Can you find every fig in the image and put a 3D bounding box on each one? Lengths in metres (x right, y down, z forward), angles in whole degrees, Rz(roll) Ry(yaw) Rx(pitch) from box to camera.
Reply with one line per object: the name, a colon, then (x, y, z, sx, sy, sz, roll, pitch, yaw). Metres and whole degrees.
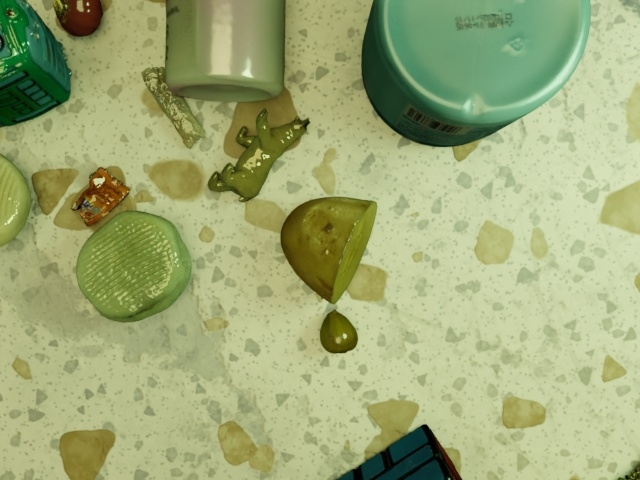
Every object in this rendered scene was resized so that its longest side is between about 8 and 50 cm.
fig: (0.033, 0.179, 1.283, 0.074, 0.074, 0.087, -18, 77, 2)

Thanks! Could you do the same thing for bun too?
bun: (-0.667, -0.073, 1.263, 0.223, 0.127, 0.222, 5, 65, -11)
bun: (-0.351, 0.050, 1.266, 0.222, 0.108, 0.221, 0, 87, 7)

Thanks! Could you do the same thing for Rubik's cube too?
Rubik's cube: (0.171, 0.561, 1.193, 0.289, 0.283, 0.293, -35, 90, 1)

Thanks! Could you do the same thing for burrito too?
burrito: (-0.286, -0.263, 1.282, 0.051, 0.042, 0.171, -33, 93, -8)

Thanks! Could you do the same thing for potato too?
potato: (0.000, 0.000, 1.236, 0.158, 0.178, 0.203, 19, 107, 16)

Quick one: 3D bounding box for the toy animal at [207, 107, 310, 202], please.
toy animal: (-0.119, -0.165, 1.268, 0.101, 0.103, 0.218, 32, 91, -20)

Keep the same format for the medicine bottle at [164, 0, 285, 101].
medicine bottle: (-0.171, -0.458, 1.182, 0.220, 0.219, 0.387, 0, 93, 1)

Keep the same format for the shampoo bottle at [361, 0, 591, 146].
shampoo bottle: (0.240, -0.337, 1.121, 0.332, 0.342, 0.330, 0, 93, 1)

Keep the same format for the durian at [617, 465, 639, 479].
durian: (0.782, 0.464, 1.286, 0.395, 0.163, 0.198, -8, 131, 5)

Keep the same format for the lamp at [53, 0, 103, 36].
lamp: (-0.462, -0.442, 1.254, 0.101, 0.090, 0.101, 10, 106, 40)

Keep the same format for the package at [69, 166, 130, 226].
package: (-0.441, -0.085, 1.297, 0.077, 0.033, 0.110, 43, 88, 9)

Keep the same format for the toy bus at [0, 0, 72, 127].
toy bus: (-0.567, -0.322, 1.142, 0.200, 0.343, 0.183, -18, 93, -8)
